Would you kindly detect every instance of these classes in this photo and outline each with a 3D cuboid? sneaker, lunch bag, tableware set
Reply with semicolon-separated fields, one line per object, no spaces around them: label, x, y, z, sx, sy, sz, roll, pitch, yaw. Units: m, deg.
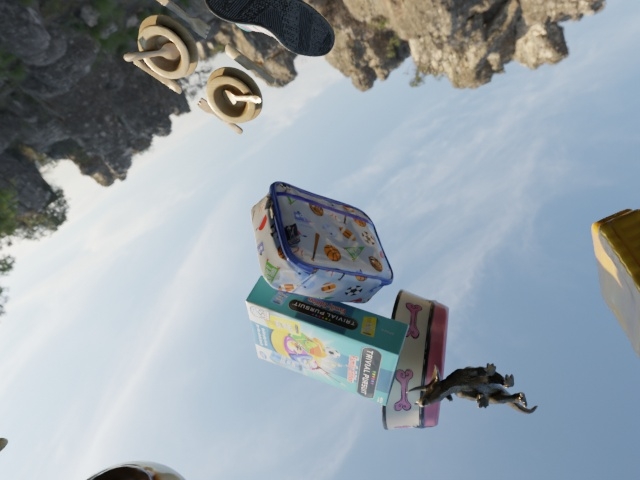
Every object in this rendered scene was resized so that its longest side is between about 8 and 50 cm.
sneaker;-0.111;-0.523;1.038;0.178;0.295;0.124;-95;-152;-57
lunch bag;0.000;0.000;0.929;0.115;0.303;0.243;-44;-135;34
tableware set;-0.171;-0.231;0.626;0.128;0.194;0.039;-41;-159;46

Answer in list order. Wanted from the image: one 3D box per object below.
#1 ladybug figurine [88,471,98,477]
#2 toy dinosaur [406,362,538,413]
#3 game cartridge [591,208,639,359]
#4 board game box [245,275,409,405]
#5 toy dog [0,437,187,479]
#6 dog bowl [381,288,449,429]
ladybug figurine;-0.372;0.662;0.834;0.162;0.449;0.305;-8;141;-45
toy dinosaur;0.383;0.347;1.070;0.160;0.313;0.121;162;-66;-66
game cartridge;0.369;0.148;0.428;0.052;0.285;0.324;-30;-126;19
board game box;0.010;0.231;1.008;0.336;0.254;0.079;17;-129;15
toy dog;-0.350;0.441;0.581;0.408;0.284;0.395;-19;-139;1
dog bowl;0.287;0.353;1.310;0.150;0.408;0.408;5;-141;17
